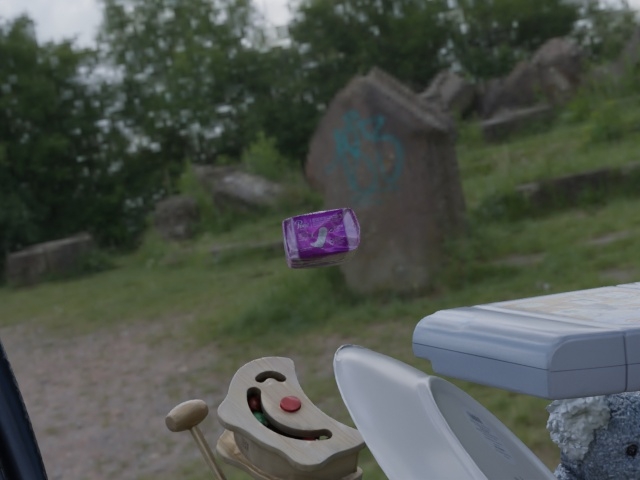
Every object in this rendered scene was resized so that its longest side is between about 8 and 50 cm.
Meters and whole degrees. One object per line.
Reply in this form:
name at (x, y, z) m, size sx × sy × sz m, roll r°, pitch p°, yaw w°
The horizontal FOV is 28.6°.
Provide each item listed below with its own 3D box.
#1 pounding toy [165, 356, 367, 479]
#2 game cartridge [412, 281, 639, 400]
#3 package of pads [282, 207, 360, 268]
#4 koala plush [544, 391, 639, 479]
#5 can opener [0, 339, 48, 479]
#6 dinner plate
pounding toy at (-0.063, 0.269, 1.705) m, size 0.269 × 0.154 × 0.154 m, roll 25°, pitch 40°, yaw 26°
game cartridge at (0.252, 0.078, 1.048) m, size 0.297 × 0.062 × 0.198 m, roll -6°, pitch 2°, yaw -33°
package of pads at (0.000, 0.000, 0.857) m, size 0.050 × 0.032 × 0.083 m, roll -10°, pitch -7°, yaw -3°
koala plush at (0.302, 0.256, 1.339) m, size 0.196 × 0.221 × 0.203 m, roll 1°, pitch 8°, yaw -38°
can opener at (-0.158, 0.041, 0.522) m, size 0.073 × 0.186 × 0.059 m, roll -37°, pitch -13°, yaw 24°
dinner plate at (0.058, 0.078, 0.360) m, size 0.017 × 0.141 × 0.141 m, roll -45°, pitch -2°, yaw 8°
